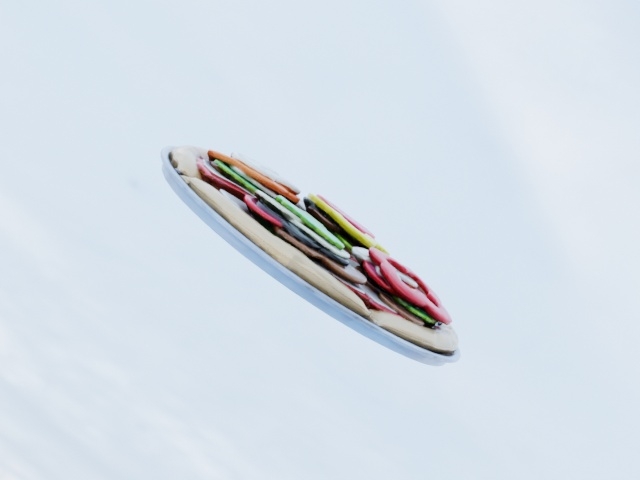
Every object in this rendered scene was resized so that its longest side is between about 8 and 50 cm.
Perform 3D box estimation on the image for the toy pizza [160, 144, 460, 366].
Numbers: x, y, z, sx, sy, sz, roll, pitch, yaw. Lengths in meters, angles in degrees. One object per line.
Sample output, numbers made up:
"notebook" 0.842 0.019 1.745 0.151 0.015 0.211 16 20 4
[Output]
"toy pizza" 0.000 0.000 1.047 0.201 0.032 0.201 34 -171 -6
